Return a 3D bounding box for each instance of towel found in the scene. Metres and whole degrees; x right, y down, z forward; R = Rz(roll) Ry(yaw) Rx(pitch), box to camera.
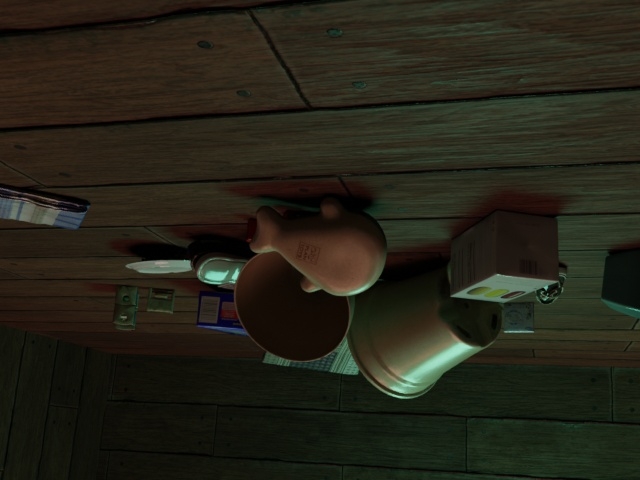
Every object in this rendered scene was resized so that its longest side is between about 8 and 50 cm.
[{"bbox_3d":[-0.648,-0.069,1.613,0.285,0.034,0.209,10,164,-23],"label":"towel"},{"bbox_3d":[0.008,0.276,2.190,0.312,0.056,0.324,10,139,-12],"label":"towel"}]

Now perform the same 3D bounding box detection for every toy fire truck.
[{"bbox_3d":[-0.052,-0.020,1.634,0.192,0.047,0.135,8,164,-20],"label":"toy fire truck"}]

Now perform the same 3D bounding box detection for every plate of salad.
[{"bbox_3d":[-0.408,0.055,1.978,0.200,0.048,0.200,-3,173,0],"label":"plate of salad"}]

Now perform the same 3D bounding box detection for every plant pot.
[{"bbox_3d":[-0.038,0.117,1.800,0.284,0.284,0.191,-3,-161,21],"label":"plant pot"},{"bbox_3d":[0.765,0.104,1.702,0.234,0.165,0.165,3,167,33],"label":"plant pot"},{"bbox_3d":[0.288,0.211,1.970,0.334,0.334,0.305,13,150,-31],"label":"plant pot"}]

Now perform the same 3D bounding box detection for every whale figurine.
[{"bbox_3d":[0.000,0.000,1.525,0.272,0.216,0.141,15,-153,3],"label":"whale figurine"}]

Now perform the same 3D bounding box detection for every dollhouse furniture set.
[{"bbox_3d":[-0.575,0.228,2.475,0.183,0.129,0.129,6,164,-9],"label":"dollhouse furniture set"}]

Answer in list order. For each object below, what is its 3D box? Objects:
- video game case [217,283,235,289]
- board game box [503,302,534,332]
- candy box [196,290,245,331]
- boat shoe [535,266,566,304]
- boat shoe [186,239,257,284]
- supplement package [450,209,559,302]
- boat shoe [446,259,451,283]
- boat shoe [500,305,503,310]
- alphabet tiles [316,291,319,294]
[{"bbox_3d":[-0.133,0.139,2.258,0.285,0.025,0.204,15,160,-36],"label":"video game case"},{"bbox_3d":[0.609,0.237,2.327,0.090,0.090,0.020,-2,163,22],"label":"board game box"},{"bbox_3d":[-0.210,0.243,2.408,0.268,0.122,0.317,3,168,13],"label":"candy box"},{"bbox_3d":[0.588,0.117,1.939,0.078,0.070,0.219,-1,164,15],"label":"boat shoe"},{"bbox_3d":[-0.197,0.061,1.885,0.302,0.091,0.114,23,111,-48],"label":"boat shoe"},{"bbox_3d":[0.380,0.041,1.594,0.139,0.134,0.244,7,164,-10],"label":"supplement package"},{"bbox_3d":[0.415,0.084,1.821,0.285,0.103,0.092,13,157,-42],"label":"boat shoe"},{"bbox_3d":[0.488,0.200,2.321,0.153,0.048,0.056,1,167,-11],"label":"boat shoe"},{"bbox_3d":[-0.105,0.188,2.162,0.198,0.009,0.237,9,120,-20],"label":"alphabet tiles"}]
